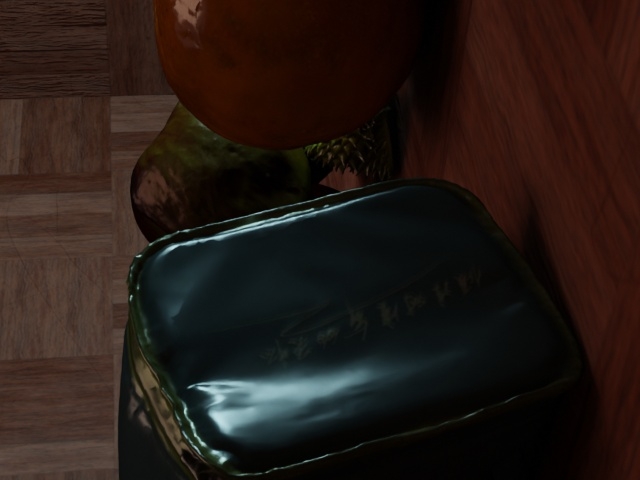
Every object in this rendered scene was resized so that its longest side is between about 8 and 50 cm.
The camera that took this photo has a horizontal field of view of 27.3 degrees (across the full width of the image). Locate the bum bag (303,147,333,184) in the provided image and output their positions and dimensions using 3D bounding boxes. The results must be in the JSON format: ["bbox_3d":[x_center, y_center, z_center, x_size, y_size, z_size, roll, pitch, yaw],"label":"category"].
[{"bbox_3d":[0.004,-0.200,1.371,0.326,0.079,0.142,99,-179,-48],"label":"bum bag"}]

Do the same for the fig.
[{"bbox_3d":[-0.063,-0.024,1.261,0.290,0.190,0.191,42,140,44],"label":"fig"}]

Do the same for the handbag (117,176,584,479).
[{"bbox_3d":[0.005,0.117,0.813,0.241,0.263,0.222,97,154,-44],"label":"handbag"}]

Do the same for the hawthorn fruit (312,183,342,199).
[{"bbox_3d":[0.000,0.000,1.410,0.128,0.128,0.128,178,90,-83],"label":"hawthorn fruit"}]

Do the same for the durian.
[{"bbox_3d":[0.035,-0.109,1.247,0.215,0.086,0.100,-105,28,-74],"label":"durian"}]

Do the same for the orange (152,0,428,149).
[{"bbox_3d":[-0.026,-0.213,1.072,0.284,0.226,0.284,-179,90,-86],"label":"orange"}]
